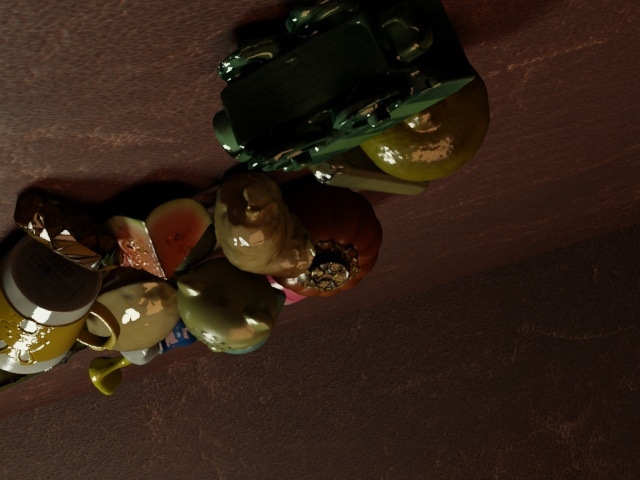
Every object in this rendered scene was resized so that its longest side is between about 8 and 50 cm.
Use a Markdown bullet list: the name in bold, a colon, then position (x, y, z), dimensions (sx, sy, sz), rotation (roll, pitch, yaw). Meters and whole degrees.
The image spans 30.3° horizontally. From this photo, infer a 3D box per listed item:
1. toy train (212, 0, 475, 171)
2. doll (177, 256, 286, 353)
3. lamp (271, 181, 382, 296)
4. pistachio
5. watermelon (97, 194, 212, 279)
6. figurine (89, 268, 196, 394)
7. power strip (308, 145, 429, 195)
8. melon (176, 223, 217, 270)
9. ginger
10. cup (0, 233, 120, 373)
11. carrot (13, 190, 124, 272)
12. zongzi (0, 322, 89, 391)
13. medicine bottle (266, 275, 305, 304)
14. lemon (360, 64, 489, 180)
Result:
- **toy train**: position (0.021, -0.190, 1.379), dimensions (0.299, 0.167, 0.238), rotation (-25, 176, 34)
- **doll**: position (-0.159, 0.114, 2.061), dimensions (0.161, 0.177, 0.261), rotation (-62, 177, -9)
- **lamp**: position (0.000, 0.000, 2.093), dimensions (0.223, 0.196, 0.223), rotation (-7, 131, -8)
- **pistachio**: position (-0.342, 0.111, 2.160), dimensions (0.181, 0.162, 0.293), rotation (5, 155, -27)
- **watermelon**: position (-0.281, -0.018, 1.859), dimensions (0.145, 0.137, 0.193), rotation (15, -175, 28)
- **figurine**: position (-0.267, 0.172, 2.364), dimensions (0.338, 0.204, 0.283), rotation (-4, -159, 28)
- **power strip**: position (0.069, -0.126, 1.882), dimensions (0.066, 0.092, 0.387), rotation (-27, 166, 24)
- **melon**: position (-0.234, 0.001, 1.980), dimensions (0.130, 0.098, 0.098), rotation (-12, 167, -37)
- **ginger**: position (-0.101, -0.023, 1.910), dimensions (0.152, 0.138, 0.267), rotation (-11, 154, 16)
- **cup**: position (-0.425, 0.103, 1.883), dimensions (0.241, 0.185, 0.226), rotation (26, 144, -15)
- **carrot**: position (-0.366, -0.008, 1.724), dimensions (0.069, 0.069, 0.228), rotation (-22, 153, 16)
- **zongzi**: position (-0.633, 0.196, 2.099), dimensions (0.393, 0.174, 0.356), rotation (-16, -178, 43)
- **medicine bottle**: position (-0.010, 0.027, 2.345), dimensions (0.247, 0.147, 0.147), rotation (-27, 166, 36)
- **lemon**: position (0.136, -0.168, 1.582), dimensions (0.184, 0.184, 0.248), rotation (-21, 173, 10)
